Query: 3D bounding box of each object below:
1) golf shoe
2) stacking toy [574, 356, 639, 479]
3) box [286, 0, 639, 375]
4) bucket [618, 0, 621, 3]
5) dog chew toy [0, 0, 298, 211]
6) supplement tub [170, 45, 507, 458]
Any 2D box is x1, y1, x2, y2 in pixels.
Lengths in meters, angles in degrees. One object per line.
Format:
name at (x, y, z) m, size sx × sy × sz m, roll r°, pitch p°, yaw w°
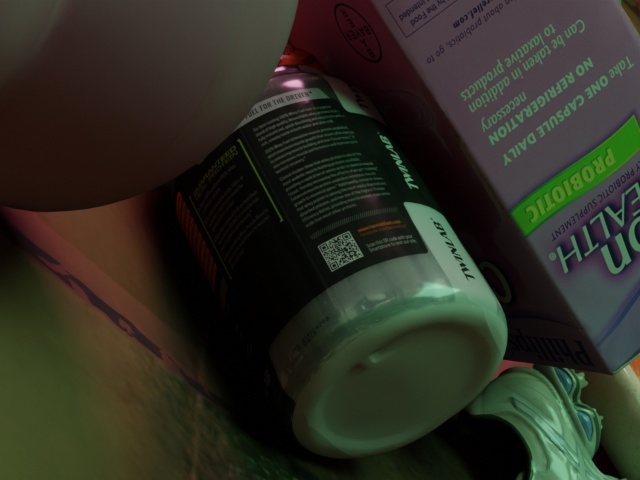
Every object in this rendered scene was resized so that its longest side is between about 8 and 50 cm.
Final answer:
golf shoe at (0.135, 0.152, 0.971) m, size 0.086 × 0.069 × 0.176 m, roll -16°, pitch 65°, yaw -39°
stacking toy at (0.417, 0.054, 1.079) m, size 0.350 × 0.480 × 0.350 m, roll 49°, pitch 12°, yaw -14°
box at (0.083, -0.062, 0.959) m, size 0.243 × 0.117 × 0.213 m, roll 55°, pitch -17°, yaw -13°
bucket at (0.104, -0.263, 1.417) m, size 0.183 × 0.281 × 0.281 m, roll 11°, pitch 39°, yaw -47°
dog chew toy at (-0.155, -0.116, 0.633) m, size 0.332 × 0.206 × 0.206 m, roll 2°, pitch 47°, yaw -55°
supplement tub at (0.000, 0.000, 0.855) m, size 0.117 × 0.117 × 0.190 m, roll 26°, pitch 28°, yaw -49°
